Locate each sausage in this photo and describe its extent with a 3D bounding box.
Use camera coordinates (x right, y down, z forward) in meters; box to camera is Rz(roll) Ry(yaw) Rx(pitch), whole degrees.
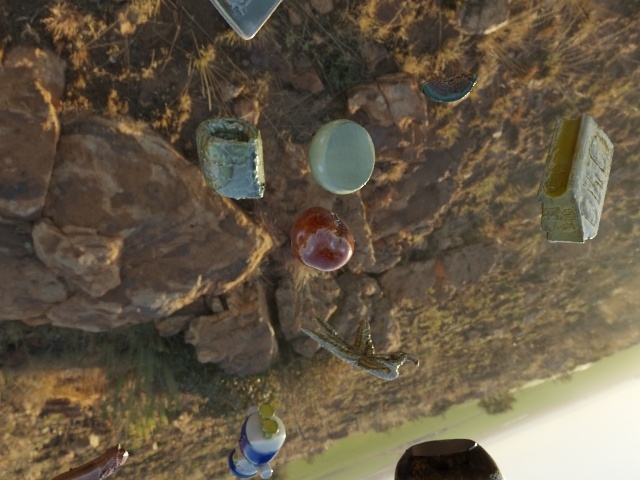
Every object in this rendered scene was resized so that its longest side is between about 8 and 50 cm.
[{"bbox_3d":[-0.725,0.705,1.276,0.304,0.078,0.078,-20,151,-29],"label":"sausage"}]

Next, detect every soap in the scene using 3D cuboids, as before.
[{"bbox_3d":[0.545,-0.118,0.931,0.160,0.258,0.080,27,165,-33],"label":"soap"}]

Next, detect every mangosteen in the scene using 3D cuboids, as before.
[{"bbox_3d":[0.287,0.589,0.986,0.287,0.233,0.287,-6,172,-1],"label":"mangosteen"}]

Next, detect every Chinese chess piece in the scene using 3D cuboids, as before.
[{"bbox_3d":[0.042,-0.164,0.852,0.144,0.058,0.144,-9,104,-38],"label":"Chinese chess piece"}]

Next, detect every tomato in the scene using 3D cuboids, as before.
[{"bbox_3d":[0.003,0.003,1.446,0.188,0.232,0.232,-40,145,16],"label":"tomato"}]

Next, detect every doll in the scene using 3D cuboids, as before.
[{"bbox_3d":[-0.088,0.277,0.583,0.057,0.099,0.143,7,129,-27],"label":"doll"}]

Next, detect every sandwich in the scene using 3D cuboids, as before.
[{"bbox_3d":[0.302,-0.356,1.014,0.135,0.029,0.067,-11,135,2],"label":"sandwich"}]

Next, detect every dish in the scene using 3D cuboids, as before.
[{"bbox_3d":[-0.113,-0.469,0.708,0.234,0.064,0.154,-54,140,-6],"label":"dish"}]

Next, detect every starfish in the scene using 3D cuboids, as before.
[{"bbox_3d":[0.124,0.309,1.215,0.374,0.327,0.095,17,97,-29],"label":"starfish"}]

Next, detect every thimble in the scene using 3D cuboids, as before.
[{"bbox_3d":[-0.198,-0.186,0.990,0.137,0.190,0.144,-26,136,-32],"label":"thimble"}]
